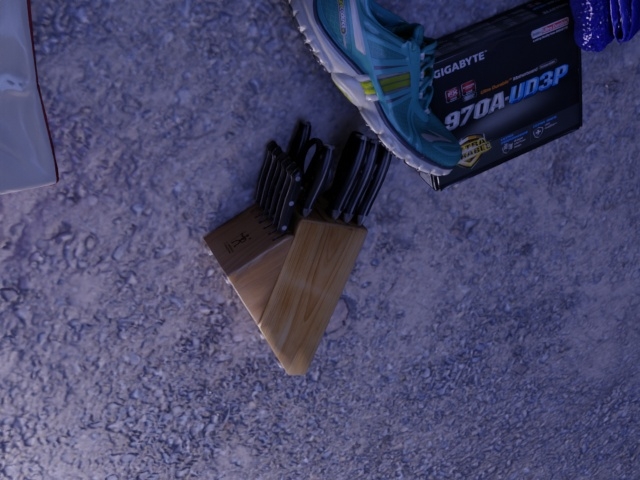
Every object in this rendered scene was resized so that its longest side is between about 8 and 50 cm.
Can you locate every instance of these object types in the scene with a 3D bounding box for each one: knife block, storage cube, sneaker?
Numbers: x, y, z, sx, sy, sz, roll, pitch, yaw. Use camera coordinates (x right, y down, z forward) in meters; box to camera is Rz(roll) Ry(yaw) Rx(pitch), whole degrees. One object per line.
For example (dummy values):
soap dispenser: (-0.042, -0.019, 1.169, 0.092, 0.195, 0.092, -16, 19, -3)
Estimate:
knife block: (0.000, 0.000, 1.097, 0.242, 0.088, 0.276, -31, 130, -6)
storage cube: (-0.335, -0.147, 0.747, 0.214, 0.193, 0.184, -13, 126, -22)
sneaker: (0.080, -0.175, 0.978, 0.110, 0.107, 0.275, -33, 123, 15)

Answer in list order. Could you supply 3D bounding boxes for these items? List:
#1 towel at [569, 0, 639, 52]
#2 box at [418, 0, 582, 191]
towel: (0.347, -0.384, 1.001, 0.227, 0.076, 0.308, -40, 134, -23)
box: (0.212, -0.178, 1.117, 0.220, 0.051, 0.175, -23, 129, -13)
